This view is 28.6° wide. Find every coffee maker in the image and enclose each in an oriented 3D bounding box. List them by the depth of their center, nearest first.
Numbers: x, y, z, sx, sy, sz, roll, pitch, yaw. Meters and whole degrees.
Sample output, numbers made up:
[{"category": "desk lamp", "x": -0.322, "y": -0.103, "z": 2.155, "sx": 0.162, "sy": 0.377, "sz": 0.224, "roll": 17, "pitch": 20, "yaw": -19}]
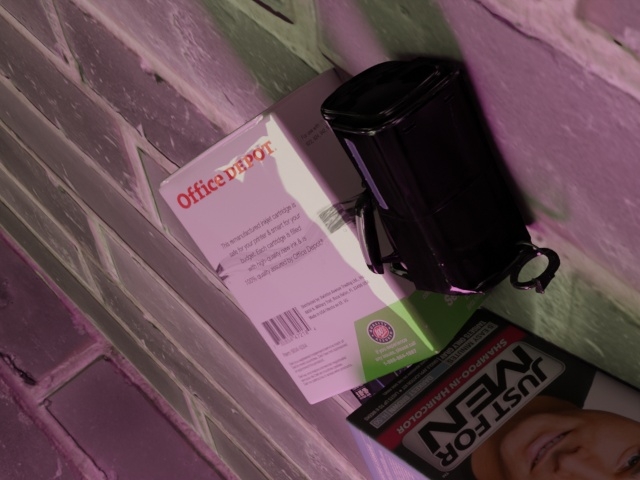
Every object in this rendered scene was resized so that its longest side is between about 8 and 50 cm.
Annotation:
[{"category": "coffee maker", "x": 0.101, "y": -0.055, "z": 1.033, "sx": 0.171, "sy": 0.120, "sz": 0.178, "roll": -3, "pitch": 128, "yaw": 39}]

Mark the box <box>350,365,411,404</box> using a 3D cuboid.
[{"category": "box", "x": 0.061, "y": 0.110, "z": 1.431, "sx": 0.147, "sy": 0.077, "sz": 0.180, "roll": 52, "pitch": 161, "yaw": 3}]

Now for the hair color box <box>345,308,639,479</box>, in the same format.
[{"category": "hair color box", "x": 0.214, "y": 0.215, "z": 1.108, "sx": 0.374, "sy": 0.185, "sz": 0.114, "roll": 29, "pitch": 149, "yaw": 48}]

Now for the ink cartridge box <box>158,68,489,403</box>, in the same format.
[{"category": "ink cartridge box", "x": 0.000, "y": 0.000, "z": 1.224, "sx": 0.198, "sy": 0.115, "sz": 0.273, "roll": -28, "pitch": 100, "yaw": 45}]
